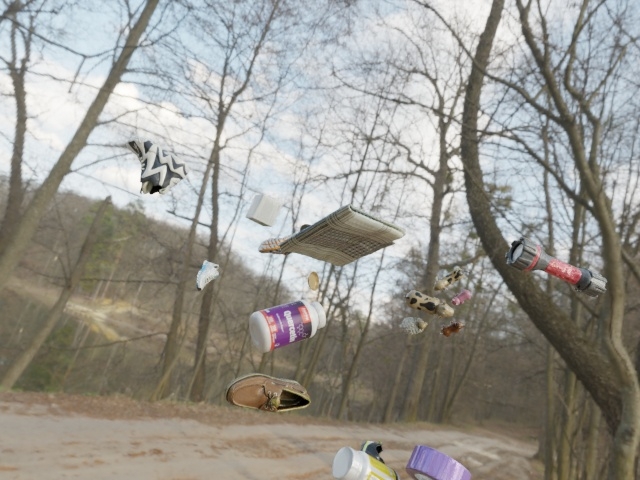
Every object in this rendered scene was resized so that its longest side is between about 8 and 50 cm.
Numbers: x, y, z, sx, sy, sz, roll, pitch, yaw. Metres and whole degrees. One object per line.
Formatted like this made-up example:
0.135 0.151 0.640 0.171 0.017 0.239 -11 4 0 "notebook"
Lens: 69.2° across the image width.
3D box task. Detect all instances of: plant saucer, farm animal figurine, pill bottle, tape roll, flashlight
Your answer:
-0.033 0.172 1.967 0.015 0.083 0.083 -6 -24 30 "plant saucer"
0.551 0.289 2.194 0.327 0.329 0.172 1 -7 14 "farm animal figurine"
-0.145 0.374 2.089 0.323 0.181 0.182 -13 1 -28 "pill bottle"
0.144 0.745 1.469 0.208 0.119 0.119 39 -21 -20 "pill bottle"
0.369 0.733 1.461 0.189 0.080 0.189 26 -30 17 "tape roll"
0.739 0.090 1.448 0.304 0.103 0.103 24 -27 -3 "flashlight"

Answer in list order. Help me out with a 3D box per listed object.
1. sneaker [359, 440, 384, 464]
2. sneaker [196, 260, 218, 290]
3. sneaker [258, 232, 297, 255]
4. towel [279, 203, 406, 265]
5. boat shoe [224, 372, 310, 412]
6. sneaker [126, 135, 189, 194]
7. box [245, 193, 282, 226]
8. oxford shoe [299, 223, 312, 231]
0.200 0.872 1.816 0.097 0.234 0.084 -10 -68 18 "sneaker"
-0.512 0.160 2.122 0.083 0.190 0.071 9 -53 -1 "sneaker"
-0.175 0.032 2.102 0.215 0.084 0.083 -11 -55 -7 "sneaker"
0.080 0.004 1.508 0.312 0.056 0.324 -29 -31 35 "towel"
-0.168 0.519 1.568 0.308 0.110 0.104 11 5 -36 "boat shoe"
-0.548 -0.223 1.463 0.235 0.153 0.094 30 -18 7 "sneaker"
-0.214 -0.113 1.749 0.087 0.101 0.101 28 -9 -25 "box"
0.000 0.000 1.919 0.212 0.076 0.076 34 -1 -17 "oxford shoe"
